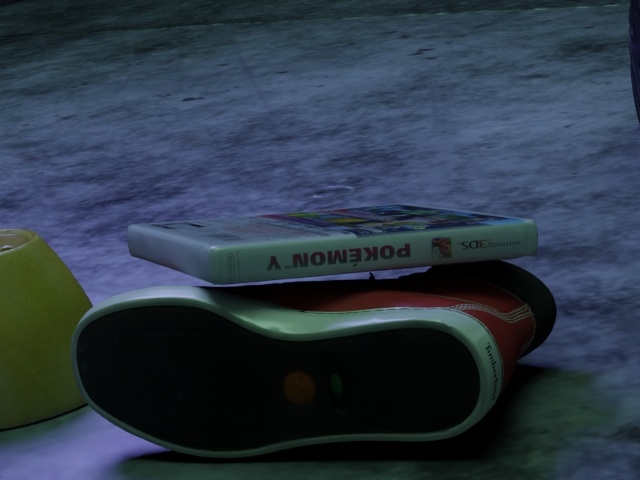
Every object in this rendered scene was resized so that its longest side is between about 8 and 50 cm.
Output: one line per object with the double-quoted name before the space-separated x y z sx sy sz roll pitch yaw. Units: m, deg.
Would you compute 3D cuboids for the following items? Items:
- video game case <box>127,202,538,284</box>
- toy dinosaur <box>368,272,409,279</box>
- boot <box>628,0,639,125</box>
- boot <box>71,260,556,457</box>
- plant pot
"video game case" 0.000 0.000 1.090 0.183 0.023 0.201 -5 5 -18
"toy dinosaur" 0.072 0.037 1.189 0.082 0.047 0.090 2 49 6
"boot" 0.458 -0.244 1.437 0.445 0.367 0.146 -7 56 5
"boot" 0.000 0.053 1.058 0.244 0.088 0.176 1 13 20
"plant pot" -0.195 0.047 1.152 0.134 0.095 0.134 -8 15 2
